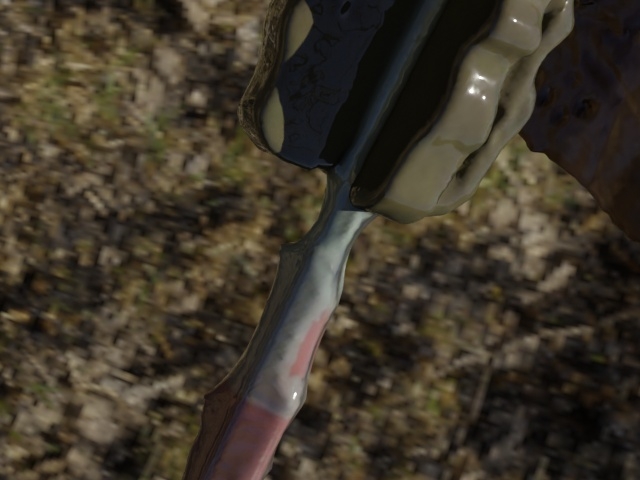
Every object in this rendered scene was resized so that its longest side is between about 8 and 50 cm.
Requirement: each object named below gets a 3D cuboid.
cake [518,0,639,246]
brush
[{"bbox_3d":[0.276,-0.053,1.106,0.199,0.293,0.196,-49,161,22],"label":"cake"},{"bbox_3d":[0.000,0.000,0.605,0.071,0.084,0.301,-10,129,-61],"label":"brush"}]
